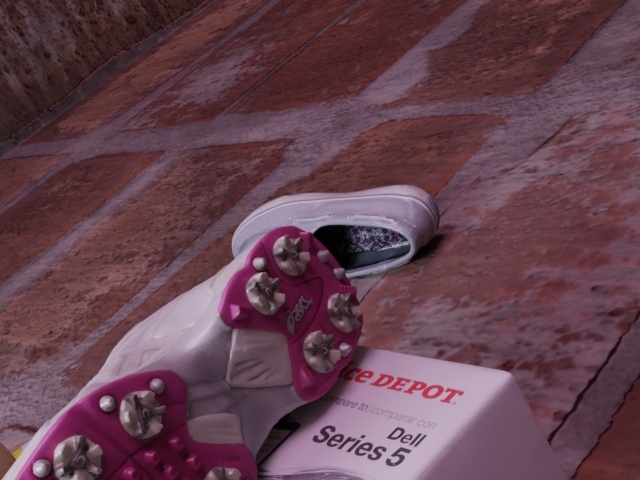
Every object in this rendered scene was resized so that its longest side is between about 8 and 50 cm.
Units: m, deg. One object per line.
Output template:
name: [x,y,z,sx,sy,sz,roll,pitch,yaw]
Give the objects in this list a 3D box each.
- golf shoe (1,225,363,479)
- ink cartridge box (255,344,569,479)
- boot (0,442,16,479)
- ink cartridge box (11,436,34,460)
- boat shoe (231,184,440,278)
golf shoe: [-0.095,0.111,0.680,0.140,0.115,0.306,-23,14,45]
ink cartridge box: [-0.012,0.190,0.682,0.273,0.114,0.198,-42,26,-28]
boot: [-0.231,0.267,0.612,0.211,0.104,0.295,-32,58,26]
ink cartridge box: [-0.175,0.218,0.794,0.176,0.128,0.127,-36,24,-18]
boat shoe: [0.001,0.001,1.106,0.228,0.079,0.081,-11,25,30]
